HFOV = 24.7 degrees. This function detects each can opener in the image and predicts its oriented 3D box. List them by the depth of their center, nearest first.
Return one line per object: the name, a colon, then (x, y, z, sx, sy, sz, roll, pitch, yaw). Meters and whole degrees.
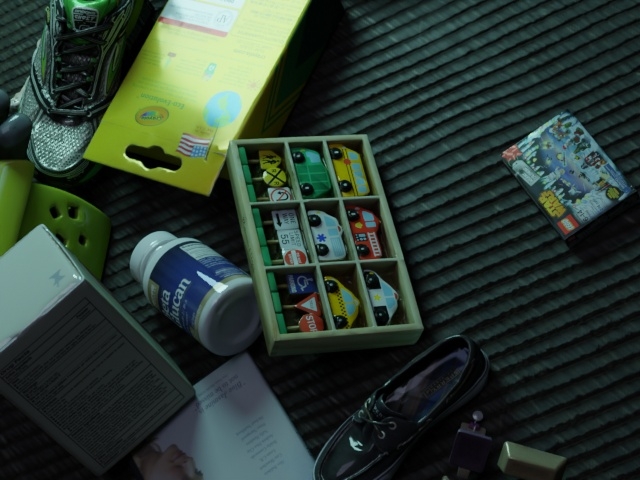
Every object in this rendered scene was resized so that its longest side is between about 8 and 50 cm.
can opener: (-0.406, -0.100, 1.762, 0.095, 0.283, 0.076, -42, 93, -17)

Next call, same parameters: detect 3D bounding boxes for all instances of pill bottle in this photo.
pill bottle: (-0.142, 0.054, 1.659, 0.094, 0.094, 0.169, -50, 48, -8)

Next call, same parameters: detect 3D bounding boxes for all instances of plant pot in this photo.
plant pot: (-0.406, 0.029, 1.720, 0.228, 0.207, 0.227, 0, 63, 21)

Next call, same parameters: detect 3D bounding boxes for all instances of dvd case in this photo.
dvd case: (-0.096, 0.260, 1.580, 0.180, 0.022, 0.253, -36, 56, 1)

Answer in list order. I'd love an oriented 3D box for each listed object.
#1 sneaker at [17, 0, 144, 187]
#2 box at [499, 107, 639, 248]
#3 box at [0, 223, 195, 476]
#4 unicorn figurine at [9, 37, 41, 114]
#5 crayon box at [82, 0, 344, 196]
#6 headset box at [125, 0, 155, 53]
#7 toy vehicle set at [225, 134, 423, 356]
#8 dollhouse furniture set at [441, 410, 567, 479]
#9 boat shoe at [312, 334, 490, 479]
sneaker: (-0.305, -0.234, 1.818, 0.134, 0.146, 0.343, 9, 81, -1)
box: (0.271, -0.069, 1.599, 0.094, 0.027, 0.137, -35, 56, 3)
box: (-0.270, 0.121, 1.586, 0.148, 0.232, 0.127, -41, 43, -4)
unicorn figurine: (-0.363, -0.210, 1.924, 0.111, 0.060, 0.162, -6, 46, 20)
crayon box: (-0.131, -0.196, 1.800, 0.202, 0.081, 0.318, 18, 71, 29)
headset box: (-0.267, -0.287, 1.934, 0.062, 0.032, 0.083, 17, 72, 29)
toy vehicle set: (0.000, 0.000, 1.620, 0.166, 0.035, 0.267, -5, 57, -16)
dollhouse furniture set: (0.188, 0.224, 1.490, 0.114, 0.091, 0.081, 15, 26, 5)
boat shoe: (0.079, 0.179, 1.509, 0.228, 0.076, 0.080, -36, 57, -5)
